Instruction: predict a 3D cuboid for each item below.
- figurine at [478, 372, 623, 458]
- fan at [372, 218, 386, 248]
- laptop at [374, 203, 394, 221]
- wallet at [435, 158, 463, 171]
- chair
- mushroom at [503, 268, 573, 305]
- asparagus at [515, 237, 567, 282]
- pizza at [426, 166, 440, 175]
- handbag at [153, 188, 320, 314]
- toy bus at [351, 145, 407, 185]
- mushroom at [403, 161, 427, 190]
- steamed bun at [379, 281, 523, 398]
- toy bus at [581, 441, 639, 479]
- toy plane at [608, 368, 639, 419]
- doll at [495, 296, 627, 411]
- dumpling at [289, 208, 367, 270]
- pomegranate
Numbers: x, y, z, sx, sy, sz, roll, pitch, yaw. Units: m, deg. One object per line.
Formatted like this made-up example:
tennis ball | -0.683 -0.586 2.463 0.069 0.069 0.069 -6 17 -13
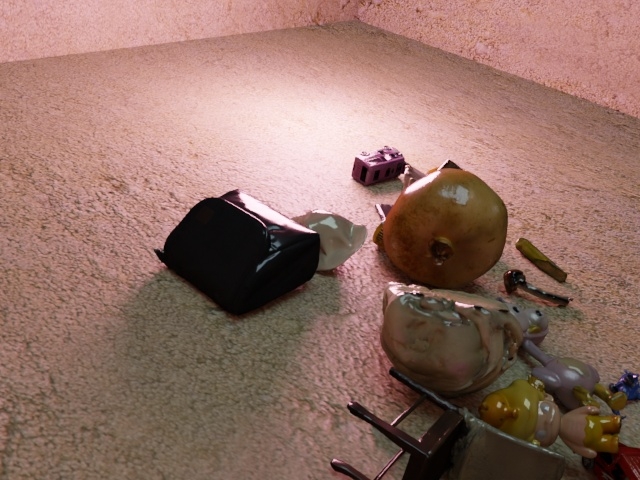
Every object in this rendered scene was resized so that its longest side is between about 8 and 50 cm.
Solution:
figurine | 0.404 0.326 1.158 0.246 0.131 0.156 8 69 26
fan | 0.205 -0.035 1.726 0.155 0.082 0.039 -35 57 -29
laptop | 0.258 -0.071 1.888 0.180 0.016 0.129 3 32 -15
wallet | 0.324 -0.110 1.800 0.243 0.039 0.133 -45 67 -7
chair | 0.200 0.359 1.036 0.319 0.160 0.186 27 29 26
mushroom | 0.547 0.128 1.629 0.187 0.061 0.060 24 45 0
asparagus | 0.604 0.055 1.767 0.045 0.041 0.178 45 5 -42
pizza | 0.442 -0.199 2.116 0.193 0.053 0.201 21 32 17
handbag | -0.189 0.006 1.465 0.301 0.178 0.275 32 37 31
toy bus | 0.191 -0.238 2.076 0.178 0.087 0.098 -19 44 -35
mushroom | 0.362 -0.103 1.859 0.109 0.097 0.351 -43 60 -10
steamed bun | 0.244 0.205 1.276 0.267 0.207 0.280 10 4 0
toy bus | 0.536 0.413 1.111 0.081 0.089 0.195 4 31 -12
toy plane | 0.633 0.322 1.335 0.062 0.054 0.167 50 42 12
doll | 0.475 0.239 1.375 0.160 0.094 0.365 -1 33 -24
dumpling | -0.004 -0.001 1.612 0.215 0.126 0.167 25 59 5
pomegranate | 0.301 -0.023 1.564 0.319 0.319 0.319 8 31 -5
